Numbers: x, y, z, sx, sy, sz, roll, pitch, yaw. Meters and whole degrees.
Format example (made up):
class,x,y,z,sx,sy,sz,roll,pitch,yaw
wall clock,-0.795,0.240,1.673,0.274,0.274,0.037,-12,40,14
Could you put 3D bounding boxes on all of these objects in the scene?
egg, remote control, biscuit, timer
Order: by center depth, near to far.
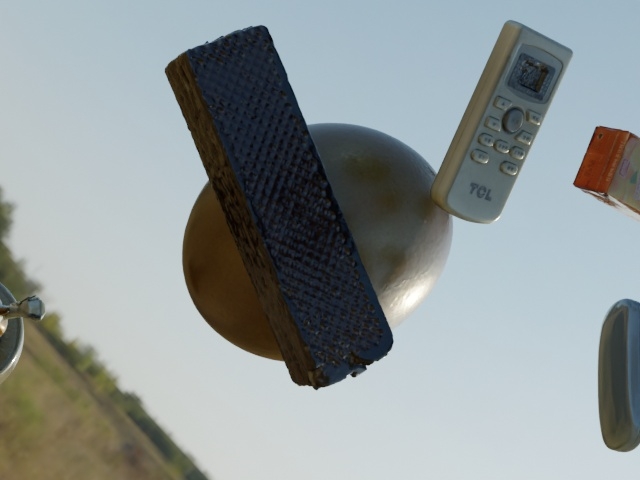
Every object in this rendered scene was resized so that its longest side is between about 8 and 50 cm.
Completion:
class,x,y,z,sx,sy,sz,roll,pitch,yaw
remote control,0.170,-0.107,1.309,0.087,0.190,0.029,19,9,-40
biscuit,-0.043,-0.033,1.471,0.073,0.107,0.388,-21,-88,62
egg,0.000,0.000,1.673,0.282,0.351,0.283,38,-44,48
timer,-0.436,0.103,1.721,0.175,0.175,0.266,49,-23,-7

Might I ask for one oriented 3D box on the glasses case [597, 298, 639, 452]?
class,x,y,z,sx,sy,sz,roll,pitch,yaw
glasses case,0.345,0.152,1.570,0.045,0.179,0.067,13,-27,-16

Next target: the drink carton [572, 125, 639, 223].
class,x,y,z,sx,sy,sz,roll,pitch,yaw
drink carton,0.467,-0.076,1.976,0.223,0.096,0.071,25,-4,-38
